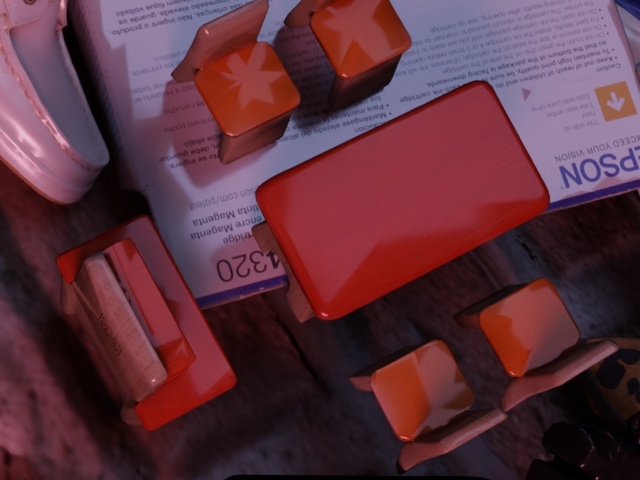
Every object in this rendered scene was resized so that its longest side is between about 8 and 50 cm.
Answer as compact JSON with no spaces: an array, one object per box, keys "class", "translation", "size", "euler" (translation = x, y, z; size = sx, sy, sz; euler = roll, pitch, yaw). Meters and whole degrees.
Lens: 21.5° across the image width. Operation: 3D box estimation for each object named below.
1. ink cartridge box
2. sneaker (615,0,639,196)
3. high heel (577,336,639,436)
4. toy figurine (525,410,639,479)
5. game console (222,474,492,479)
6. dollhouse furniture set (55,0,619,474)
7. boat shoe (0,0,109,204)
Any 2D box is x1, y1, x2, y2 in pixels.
[{"class":"ink cartridge box","translation":[0.014,-0.146,1.027],"size":[0.324,0.071,0.330],"euler":[-14,83,-16]},{"class":"sneaker","translation":[0.207,-0.107,1.176],"size":[0.182,0.127,0.315],"euler":[-2,63,-26]},{"class":"high heel","translation":[0.276,0.061,1.166],"size":[0.186,0.093,0.261],"euler":[38,46,-7]},{"class":"toy figurine","translation":[0.243,0.180,0.959],"size":[0.148,0.213,0.209],"euler":[24,46,-44]},{"class":"game console","translation":[0.049,0.285,0.827],"size":[0.213,0.044,0.361],"euler":[5,58,-32]},{"class":"dollhouse furniture set","translation":[0.000,0.000,0.882],"size":[0.259,0.135,0.262],"euler":[-28,85,-18]},{"class":"boat shoe","translation":[-0.180,-0.155,0.928],"size":[0.277,0.096,0.098],"euler":[61,11,-6]}]
